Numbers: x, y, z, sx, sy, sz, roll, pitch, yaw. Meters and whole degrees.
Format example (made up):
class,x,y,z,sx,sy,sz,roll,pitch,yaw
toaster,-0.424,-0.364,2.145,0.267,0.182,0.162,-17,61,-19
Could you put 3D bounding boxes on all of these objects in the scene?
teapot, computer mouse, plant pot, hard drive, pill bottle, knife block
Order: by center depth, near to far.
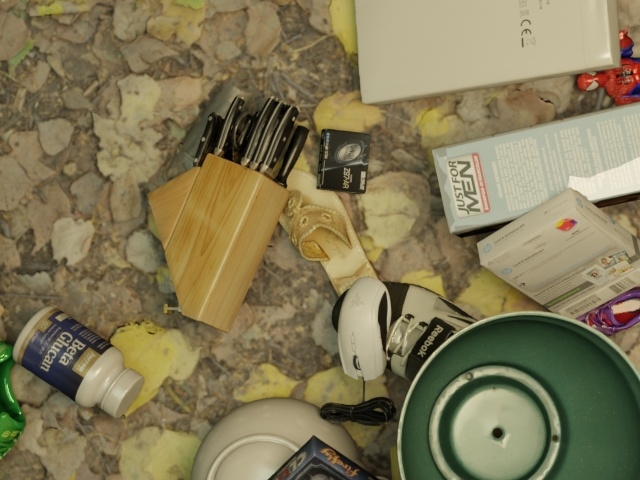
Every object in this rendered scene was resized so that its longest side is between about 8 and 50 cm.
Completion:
class,x,y,z,sx,sy,sz,roll,pitch,yaw
plant pot,0.221,0.228,1.565,0.293,0.196,0.293,0,86,-4
computer mouse,0.048,0.143,1.731,0.106,0.042,0.193,2,92,36
hard drive,0.207,-0.313,1.750,0.353,0.047,0.233,-6,86,32
teapot,-0.070,0.325,1.765,0.252,0.187,0.256,40,96,10
knife block,-0.098,-0.047,1.803,0.242,0.088,0.276,-27,65,18
pill bottle,-0.331,0.171,1.865,0.169,0.094,0.094,32,93,10

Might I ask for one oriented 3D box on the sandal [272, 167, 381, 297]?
class,x,y,z,sx,sy,sz,roll,pitch,yaw
sandal,0.005,-0.004,1.820,0.088,0.079,0.240,-35,82,7

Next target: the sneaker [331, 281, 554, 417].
class,x,y,z,sx,sy,sz,roll,pitch,yaw
sneaker,0.166,0.145,1.741,0.330,0.146,0.122,23,95,7

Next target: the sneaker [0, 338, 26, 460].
class,x,y,z,sx,sy,sz,roll,pitch,yaw
sneaker,-0.479,0.275,1.880,0.123,0.109,0.296,4,88,14

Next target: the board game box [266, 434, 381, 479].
class,x,y,z,sx,sy,sz,roll,pitch,yaw
board game box,-0.024,0.367,1.667,0.165,0.042,0.243,36,113,-19

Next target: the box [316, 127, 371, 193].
class,x,y,z,sx,sy,sz,roll,pitch,yaw
box,0.032,-0.107,1.837,0.067,0.018,0.083,7,88,-15

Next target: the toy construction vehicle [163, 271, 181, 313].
class,x,y,z,sx,sy,sz,roll,pitch,yaw
toy construction vehicle,-0.167,0.066,1.870,0.098,0.035,0.086,4,88,10

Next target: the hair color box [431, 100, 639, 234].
class,x,y,z,sx,sy,sz,roll,pitch,yaw
hair color box,0.341,-0.097,1.710,0.374,0.185,0.114,-12,86,10

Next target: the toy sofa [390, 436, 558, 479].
class,x,y,z,sx,sy,sz,roll,pitch,yaw
toy sofa,0.275,0.338,1.738,0.362,0.177,0.150,-9,63,11

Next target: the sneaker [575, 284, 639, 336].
class,x,y,z,sx,sy,sz,roll,pitch,yaw
sneaker,0.357,0.102,1.756,0.170,0.071,0.068,-28,82,9

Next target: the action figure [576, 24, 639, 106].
class,x,y,z,sx,sy,sz,roll,pitch,yaw
action figure,0.467,-0.227,1.722,0.280,0.139,0.091,-8,85,12

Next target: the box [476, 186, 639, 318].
class,x,y,z,sx,sy,sz,roll,pitch,yaw
box,0.307,0.022,1.669,0.145,0.186,0.038,-33,44,31
